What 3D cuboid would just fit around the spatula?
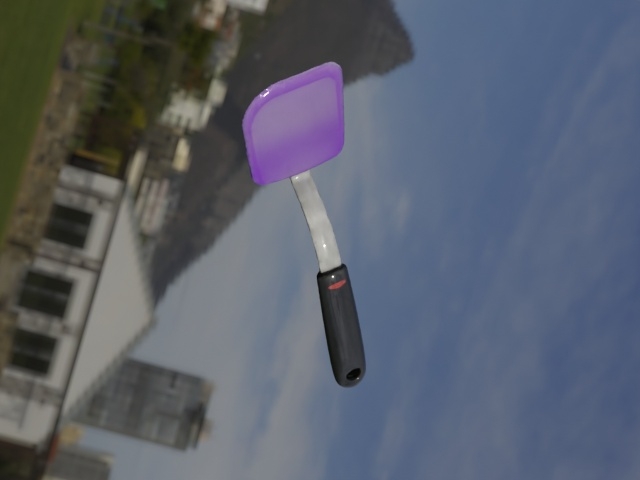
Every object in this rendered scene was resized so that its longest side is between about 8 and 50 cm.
[{"bbox_3d":[0.000,0.000,1.197,0.030,0.084,0.296,44,-28,54],"label":"spatula"}]
